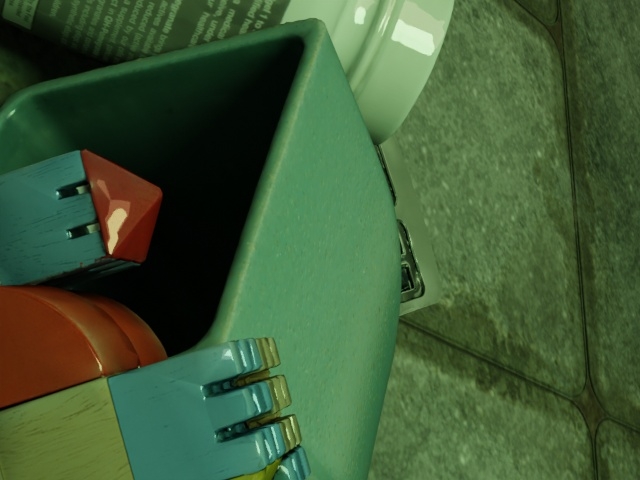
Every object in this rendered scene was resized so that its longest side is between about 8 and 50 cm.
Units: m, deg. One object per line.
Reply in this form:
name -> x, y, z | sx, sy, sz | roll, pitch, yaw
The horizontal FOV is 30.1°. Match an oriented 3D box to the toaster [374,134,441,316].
toaster -> 0.000, 0.000, 0.955 | 0.185, 0.110, 0.168 | -12, 84, -53

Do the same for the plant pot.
plant pot -> -0.074, 0.056, 0.742 | 0.252, 0.247, 0.248 | 55, 38, -40

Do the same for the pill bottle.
pill bottle -> -0.079, -0.184, 0.793 | 0.318, 0.176, 0.176 | 22, 53, -12

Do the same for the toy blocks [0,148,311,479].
toy blocks -> -0.117, 0.116, 0.484 | 0.191, 0.260, 0.382 | 24, 49, -81
